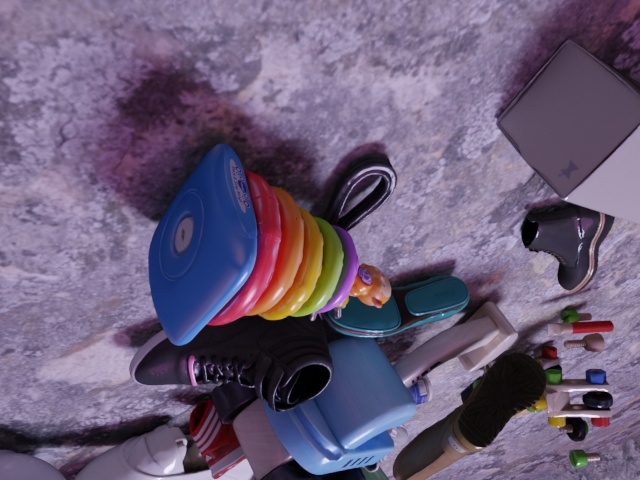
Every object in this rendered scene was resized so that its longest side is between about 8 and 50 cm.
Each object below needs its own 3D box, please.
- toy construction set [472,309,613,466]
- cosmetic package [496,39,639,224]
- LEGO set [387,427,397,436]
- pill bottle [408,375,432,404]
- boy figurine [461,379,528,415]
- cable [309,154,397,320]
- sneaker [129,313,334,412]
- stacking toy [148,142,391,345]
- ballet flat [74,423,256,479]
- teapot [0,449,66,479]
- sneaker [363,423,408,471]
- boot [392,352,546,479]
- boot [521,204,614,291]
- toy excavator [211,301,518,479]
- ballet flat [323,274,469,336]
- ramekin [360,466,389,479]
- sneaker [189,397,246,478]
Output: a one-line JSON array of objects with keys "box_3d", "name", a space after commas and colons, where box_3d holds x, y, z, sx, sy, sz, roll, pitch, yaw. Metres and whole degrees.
[{"box_3d": [0.475, 0.294, 1.231, 0.237, 0.257, 0.309, -1, 120, -7], "name": "toy construction set"}, {"box_3d": [0.385, -0.115, 0.703, 0.296, 0.153, 0.129, 8, 132, -36], "name": "cosmetic package"}, {"box_3d": [0.065, 0.396, 1.219, 0.107, 0.132, 0.287, -19, 169, 24], "name": "LEGO set"}, {"box_3d": [0.174, 0.326, 1.214, 0.120, 0.067, 0.067, -9, 141, -17], "name": "pill bottle"}, {"box_3d": [0.511, 0.397, 1.453, 0.285, 0.092, 0.177, -1, 138, -27], "name": "boy figurine"}, {"box_3d": [0.000, 0.000, 0.755, 0.139, 0.072, 0.287, 10, 123, -12], "name": "cable"}, {"box_3d": [-0.115, 0.179, 0.801, 0.295, 0.147, 0.105, -11, 126, -18], "name": "sneaker"}, {"box_3d": [-0.023, 0.030, 0.643, 0.301, 0.175, 0.166, 18, 130, -37], "name": "stacking toy"}, {"box_3d": [-0.252, 0.403, 1.067, 0.400, 0.139, 0.139, 13, 131, -43], "name": "ballet flat"}, {"box_3d": [-0.530, 0.424, 0.890, 0.256, 0.187, 0.252, -53, 157, 18], "name": "teapot"}, {"box_3d": [0.129, 0.499, 1.361, 0.262, 0.121, 0.099, 20, 128, -42], "name": "sneaker"}, {"box_3d": [0.257, 0.326, 1.018, 0.236, 0.089, 0.269, -27, 157, -31], "name": "boot"}, {"box_3d": [0.388, 0.015, 0.941, 0.137, 0.077, 0.198, -11, 129, -7], "name": "boot"}, {"box_3d": [0.112, 0.252, 0.977, 0.445, 0.222, 0.433, -39, 150, 15], "name": "toy excavator"}, {"box_3d": [0.121, 0.116, 0.919, 0.247, 0.083, 0.087, -9, 156, -13], "name": "ballet flat"}, {"box_3d": [0.038, 0.651, 1.403, 0.303, 0.148, 0.303, -23, 133, -26], "name": "ramekin"}, {"box_3d": [-0.155, 0.332, 1.046, 0.087, 0.128, 0.221, -38, 170, 17], "name": "sneaker"}]
